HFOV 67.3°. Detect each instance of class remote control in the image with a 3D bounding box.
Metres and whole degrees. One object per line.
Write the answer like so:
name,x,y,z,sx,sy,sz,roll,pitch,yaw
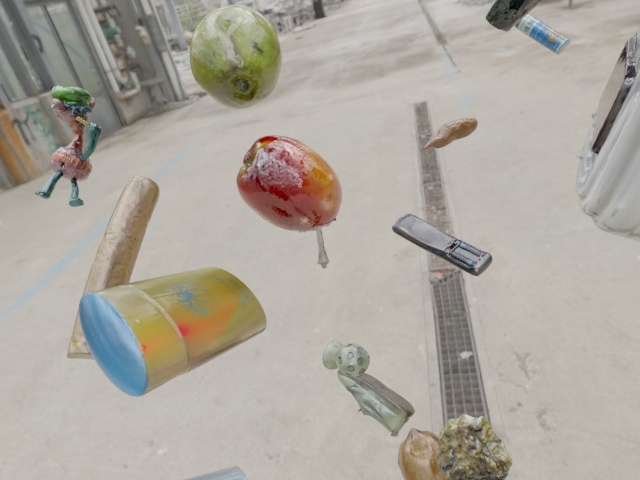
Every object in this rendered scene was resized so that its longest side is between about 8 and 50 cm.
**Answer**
remote control,0.233,0.004,0.943,0.059,0.028,0.212,-42,49,-20

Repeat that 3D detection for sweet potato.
sweet potato,0.320,-0.265,1.203,0.195,0.056,0.056,-31,31,-21

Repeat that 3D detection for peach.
peach,-0.060,-0.114,1.019,0.196,0.226,0.190,-35,35,42

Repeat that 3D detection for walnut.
walnut,0.374,0.778,1.636,0.203,0.297,0.203,-18,-4,-1

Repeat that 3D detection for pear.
pear,-0.188,-0.406,1.075,0.212,0.212,0.269,-18,48,-6

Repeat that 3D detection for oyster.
oyster,0.405,0.592,1.316,0.214,0.223,0.083,-31,-7,29

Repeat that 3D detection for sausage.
sausage,-0.312,0.033,0.740,0.066,0.066,0.301,-4,63,21

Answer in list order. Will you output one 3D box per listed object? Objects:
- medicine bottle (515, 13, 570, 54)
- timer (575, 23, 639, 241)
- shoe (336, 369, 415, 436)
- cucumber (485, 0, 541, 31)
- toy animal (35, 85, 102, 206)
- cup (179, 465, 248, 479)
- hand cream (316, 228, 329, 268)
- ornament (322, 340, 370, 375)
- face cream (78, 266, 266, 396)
medicine bottle,0.631,-0.611,1.400,0.051,0.051,0.191,-32,64,-28
timer,0.312,-0.139,0.431,0.087,0.237,0.262,22,44,17
shoe,0.150,0.474,1.444,0.275,0.103,0.098,27,92,44
cucumber,0.288,-0.341,0.561,0.062,0.211,0.078,39,36,7
toy animal,-0.439,-0.166,0.852,0.103,0.208,0.100,8,-6,25
cup,-0.315,0.642,1.064,0.312,0.205,0.205,0,19,-29
hand cream,0.000,0.000,1.412,0.037,0.165,0.057,-6,-8,-7
ornament,0.062,0.271,1.103,0.075,0.081,0.156,-57,13,-19
face cream,-0.180,0.101,0.626,0.139,0.067,0.285,41,15,12
